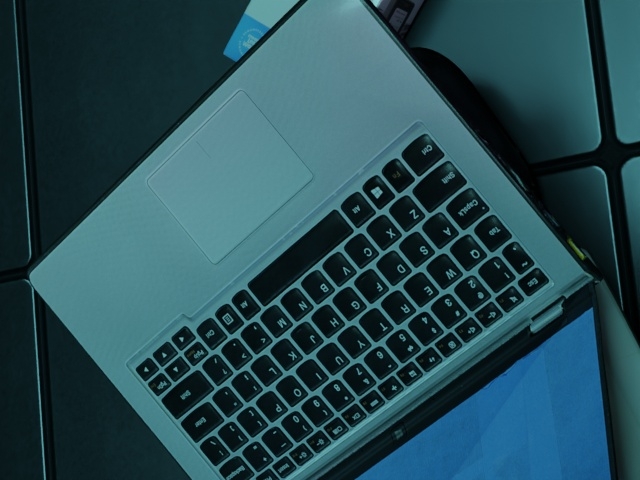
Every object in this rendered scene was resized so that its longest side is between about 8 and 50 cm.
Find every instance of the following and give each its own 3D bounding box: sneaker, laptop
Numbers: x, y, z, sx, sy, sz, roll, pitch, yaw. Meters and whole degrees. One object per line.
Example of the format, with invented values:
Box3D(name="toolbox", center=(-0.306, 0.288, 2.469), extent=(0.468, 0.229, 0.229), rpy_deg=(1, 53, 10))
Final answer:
Box3D(name="sneaker", center=(0.188, 0.153, 1.208), extent=(0.123, 0.106, 0.290), rpy_deg=(-27, 59, 5))
Box3D(name="laptop", center=(-0.025, 0.119, 1.177), extent=(0.408, 0.236, 0.382), rpy_deg=(50, 126, 1))

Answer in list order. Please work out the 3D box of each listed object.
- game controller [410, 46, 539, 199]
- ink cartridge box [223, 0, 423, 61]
Box3D(name="game controller", center=(0.000, 0.000, 1.347), extent=(0.319, 0.067, 0.166), rpy_deg=(-35, 82, 19))
Box3D(name="ink cartridge box", center=(0.018, -0.191, 1.379), extent=(0.104, 0.060, 0.180), rpy_deg=(33, 98, 28))
